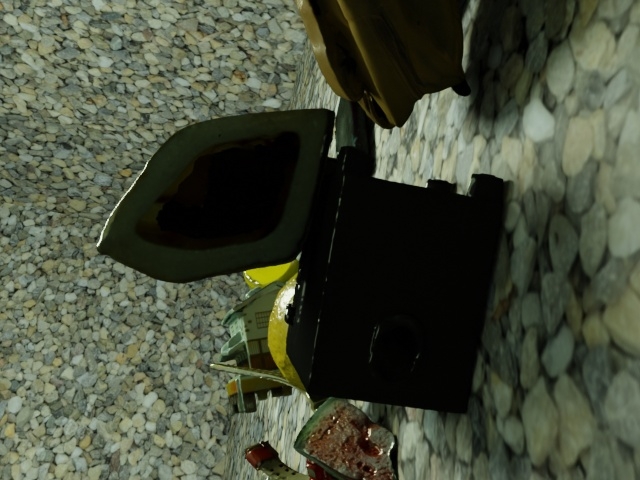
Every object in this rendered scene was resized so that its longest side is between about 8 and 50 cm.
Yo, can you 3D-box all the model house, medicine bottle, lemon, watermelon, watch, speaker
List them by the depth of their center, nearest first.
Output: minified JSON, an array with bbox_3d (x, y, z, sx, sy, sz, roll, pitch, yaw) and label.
[{"bbox_3d":[0.068,0.037,0.846,0.232,0.184,0.254,-160,80,-81],"label":"speaker"},{"bbox_3d":[-0.119,-0.050,0.898,0.239,0.268,0.173,-153,57,-83],"label":"model house"},{"bbox_3d":[0.039,0.268,0.986,0.098,0.121,0.158,-58,9,-13],"label":"watermelon"},{"bbox_3d":[0.010,0.128,1.089,0.193,0.180,0.180,-43,22,17],"label":"lemon"},{"bbox_3d":[-0.067,0.288,1.168,0.268,0.102,0.165,6,95,37],"label":"watch"},{"bbox_3d":[-0.084,0.197,1.365,0.224,0.198,0.215,129,130,-72],"label":"model house"},{"bbox_3d":[-0.067,0.103,1.566,0.212,0.121,0.122,59,-152,-47],"label":"medicine bottle"}]

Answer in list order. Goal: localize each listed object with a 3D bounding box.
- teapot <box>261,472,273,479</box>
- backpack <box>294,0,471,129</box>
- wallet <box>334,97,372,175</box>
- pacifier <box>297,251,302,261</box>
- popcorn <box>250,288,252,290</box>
[{"bbox_3d":[-0.085,0.532,1.426,0.145,0.092,0.226,-91,15,-63],"label":"teapot"},{"bbox_3d":[0.057,-0.327,0.884,0.353,0.201,0.378,-93,-23,-56],"label":"backpack"},{"bbox_3d":[0.063,-0.199,1.543,0.172,0.045,0.318,108,166,-45],"label":"wallet"},{"bbox_3d":[0.000,0.000,1.461,0.127,0.116,0.150,62,-179,-22],"label":"pacifier"},{"bbox_3d":[-0.074,0.064,1.705,0.198,0.212,0.198,-11,-76,-55],"label":"popcorn"}]
